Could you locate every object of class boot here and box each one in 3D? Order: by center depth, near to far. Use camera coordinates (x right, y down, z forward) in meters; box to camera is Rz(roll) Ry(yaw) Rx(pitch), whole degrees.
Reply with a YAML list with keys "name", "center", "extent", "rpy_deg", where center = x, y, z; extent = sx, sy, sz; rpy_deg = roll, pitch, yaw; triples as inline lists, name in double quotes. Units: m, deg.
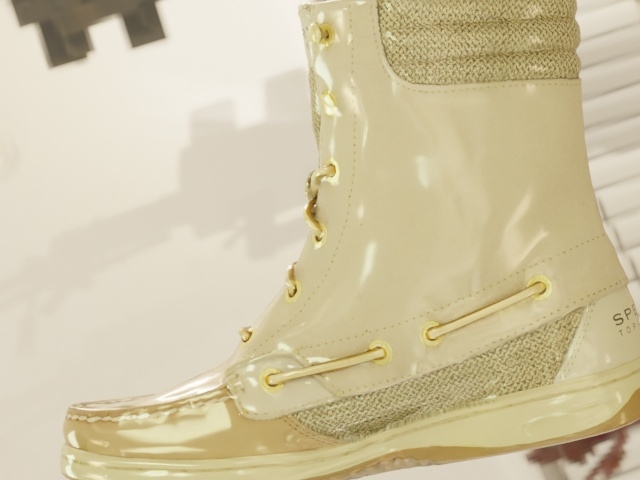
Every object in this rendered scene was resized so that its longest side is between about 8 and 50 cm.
- name: "boot"
  center: [0.000, 0.000, 0.663]
  extent: [0.095, 0.261, 0.204]
  rpy_deg: [-26, -74, -81]
